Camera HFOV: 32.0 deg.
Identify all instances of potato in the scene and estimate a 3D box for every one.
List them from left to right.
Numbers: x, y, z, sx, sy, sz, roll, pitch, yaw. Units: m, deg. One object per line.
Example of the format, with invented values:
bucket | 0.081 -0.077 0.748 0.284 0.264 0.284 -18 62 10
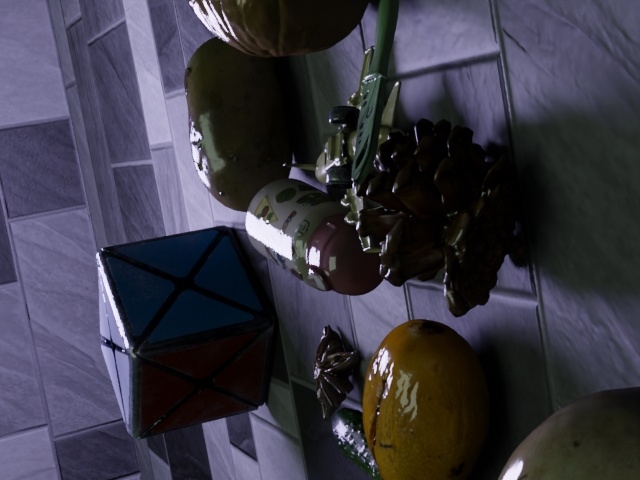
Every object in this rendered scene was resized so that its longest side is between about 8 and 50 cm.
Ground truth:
potato | -0.117 -0.171 1.600 0.165 0.164 0.263 142 119 -67

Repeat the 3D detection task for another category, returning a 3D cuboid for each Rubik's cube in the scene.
Rubik's cube | -0.246 0.155 1.957 0.260 0.259 0.255 58 150 38

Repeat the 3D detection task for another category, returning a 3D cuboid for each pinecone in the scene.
pinecone | 0.115 -0.030 1.102 0.179 0.149 0.195 92 159 -43

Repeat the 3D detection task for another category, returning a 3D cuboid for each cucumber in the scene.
cucumber | 0.078 0.286 1.481 0.227 0.069 0.069 35 133 57

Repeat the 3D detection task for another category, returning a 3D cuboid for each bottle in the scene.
bottle | 0.000 0.000 1.440 0.253 0.120 0.121 -149 50 -61

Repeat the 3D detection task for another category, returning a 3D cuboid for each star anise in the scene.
star anise | 0.017 0.197 1.587 0.124 0.056 0.129 -145 61 -63

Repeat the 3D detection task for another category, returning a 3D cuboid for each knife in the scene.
knife | 0.058 -0.173 1.153 0.043 0.019 0.293 -41 30 45

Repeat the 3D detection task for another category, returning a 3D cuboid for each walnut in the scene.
walnut | -0.048 -0.321 1.275 0.228 0.227 0.228 168 90 -69

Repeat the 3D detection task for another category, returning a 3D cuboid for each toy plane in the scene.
toy plane | 0.042 -0.101 1.325 0.256 0.104 0.242 -15 73 62

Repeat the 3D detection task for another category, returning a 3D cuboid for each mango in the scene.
mango | 0.112 0.217 1.278 0.177 0.120 0.295 -122 29 -45

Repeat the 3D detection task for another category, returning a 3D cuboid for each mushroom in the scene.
mushroom | 0.244 0.234 0.855 0.184 0.254 0.255 -68 -23 -64
